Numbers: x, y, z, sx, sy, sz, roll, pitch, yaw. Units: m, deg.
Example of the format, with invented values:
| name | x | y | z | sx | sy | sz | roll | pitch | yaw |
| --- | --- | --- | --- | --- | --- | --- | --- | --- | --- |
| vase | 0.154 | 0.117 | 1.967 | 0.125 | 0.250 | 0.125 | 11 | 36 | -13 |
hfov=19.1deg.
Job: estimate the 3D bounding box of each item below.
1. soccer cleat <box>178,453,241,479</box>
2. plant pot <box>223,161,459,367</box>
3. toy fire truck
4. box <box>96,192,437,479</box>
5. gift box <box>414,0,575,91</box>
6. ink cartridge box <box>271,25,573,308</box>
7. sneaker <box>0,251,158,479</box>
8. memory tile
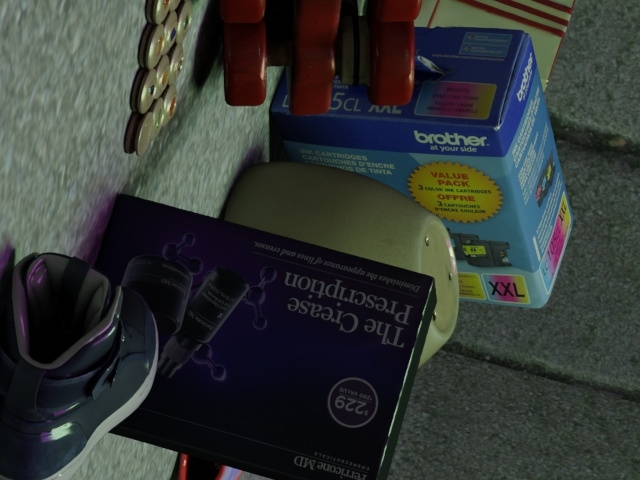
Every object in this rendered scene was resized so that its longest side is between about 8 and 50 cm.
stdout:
| name | x | y | z | sx | sy | sz | roll | pitch | yaw |
| --- | --- | --- | --- | --- | --- | --- | --- | --- | --- |
| soccer cleat | -0.099 | 0.168 | 2.061 | 0.095 | 0.083 | 0.248 | -20 | 127 | -75 |
| plant pot | 0.037 | 0.048 | 2.012 | 0.284 | 0.191 | 0.284 | -6 | 90 | -68 |
| toy fire truck | -0.005 | -0.265 | 1.674 | 0.302 | 0.169 | 0.254 | 93 | -5 | -60 |
| box | -0.056 | 0.089 | 1.513 | 0.103 | 0.261 | 0.184 | 64 | 41 | -78 |
| gift box | 0.202 | -0.298 | 2.644 | 0.276 | 0.258 | 0.255 | 108 | 3 | -51 |
| ink cartridge box | 0.115 | -0.104 | 2.149 | 0.395 | 0.270 | 0.151 | 69 | 33 | -48 |
| sneaker | -0.163 | 0.059 | 1.338 | 0.226 | 0.086 | 0.163 | -62 | 168 | -54 |
| memory tile | -0.124 | -0.147 | 1.505 | 0.113 | 0.012 | 0.148 | -57 | 161 | -66 |
